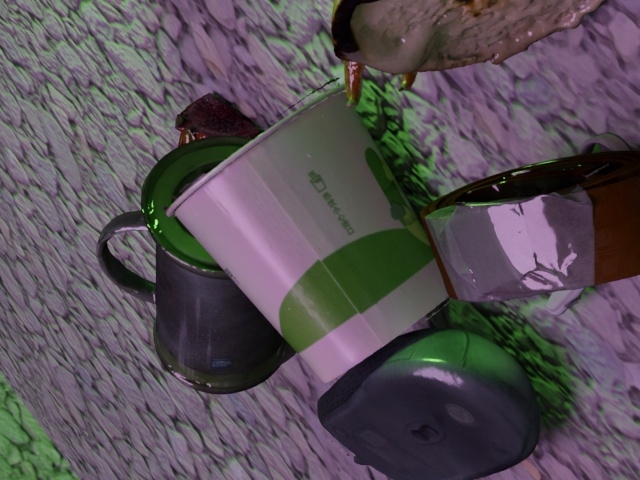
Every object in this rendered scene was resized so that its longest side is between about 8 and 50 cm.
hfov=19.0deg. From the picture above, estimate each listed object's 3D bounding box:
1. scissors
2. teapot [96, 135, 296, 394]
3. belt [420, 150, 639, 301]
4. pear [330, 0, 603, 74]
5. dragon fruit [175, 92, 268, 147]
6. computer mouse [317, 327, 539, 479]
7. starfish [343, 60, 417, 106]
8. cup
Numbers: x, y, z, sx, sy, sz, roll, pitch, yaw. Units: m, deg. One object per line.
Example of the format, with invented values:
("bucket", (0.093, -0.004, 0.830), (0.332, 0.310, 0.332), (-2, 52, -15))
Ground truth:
("scissors", (0.265, 0.000, 1.855), (0.118, 0.030, 0.242), (53, 149, 21))
("teapot", (-0.149, 0.041, 2.397), (0.270, 0.200, 0.337), (11, 146, 4))
("belt", (0.205, -0.013, 1.732), (0.261, 0.184, 0.105), (0, 109, 56))
("pear", (0.115, -0.267, 1.679), (0.267, 0.267, 0.178), (113, 143, -57))
("dragon fruit", (-0.138, -0.115, 2.410), (0.147, 0.096, 0.102), (39, 140, 36))
("computer mouse", (0.128, 0.184, 2.141), (0.188, 0.122, 0.371), (37, 149, -8))
("starfish", (0.067, -0.248, 1.951), (0.138, 0.050, 0.247), (30, 127, 54))
("cup", (0.000, 0.000, 2.118), (0.274, 0.253, 0.253), (55, 153, 2))
